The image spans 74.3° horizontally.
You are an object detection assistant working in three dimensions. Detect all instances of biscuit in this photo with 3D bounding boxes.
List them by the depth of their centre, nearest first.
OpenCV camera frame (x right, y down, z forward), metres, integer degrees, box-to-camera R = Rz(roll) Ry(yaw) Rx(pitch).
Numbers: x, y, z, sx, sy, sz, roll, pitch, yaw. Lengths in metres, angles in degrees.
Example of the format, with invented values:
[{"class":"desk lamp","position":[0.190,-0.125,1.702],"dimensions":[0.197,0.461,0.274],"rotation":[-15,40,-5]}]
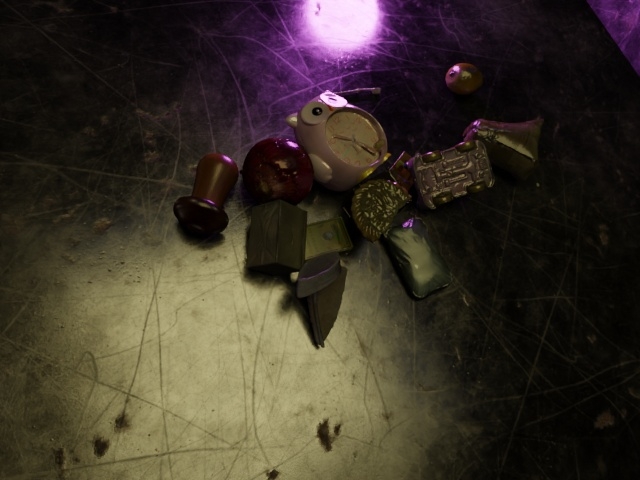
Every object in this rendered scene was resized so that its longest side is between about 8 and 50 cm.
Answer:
[{"class":"biscuit","position":[0.209,-0.135,1.570],"dimensions":[0.187,0.036,0.273],"rotation":[38,66,0]}]

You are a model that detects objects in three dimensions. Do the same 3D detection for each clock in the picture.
[{"class":"clock","position":[0.060,-0.391,1.693],"dimensions":[0.376,0.250,0.368],"rotation":[48,63,-2]}]

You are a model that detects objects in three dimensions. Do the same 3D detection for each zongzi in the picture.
[{"class":"zongzi","position":[0.885,-0.523,2.026],"dimensions":[0.356,0.174,0.392],"rotation":[27,64,-1]}]

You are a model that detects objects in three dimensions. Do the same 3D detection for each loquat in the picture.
[{"class":"loquat","position":[0.718,-0.801,2.101],"dimensions":[0.195,0.152,0.151],"rotation":[5,68,-23]}]

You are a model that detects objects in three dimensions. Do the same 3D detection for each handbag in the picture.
[{"class":"handbag","position":[0.388,0.064,1.706],"dimensions":[0.192,0.075,0.331],"rotation":[-24,82,-11]}]

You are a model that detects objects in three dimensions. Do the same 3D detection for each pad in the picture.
[{"class":"pad","position":[0.979,-0.312,2.065],"dimensions":[0.194,0.004,0.116],"rotation":[0,70,-15]}]

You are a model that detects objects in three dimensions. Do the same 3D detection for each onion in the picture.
[{"class":"onion","position":[-0.152,-0.246,1.566],"dimensions":[0.277,0.276,0.275],"rotation":[6,69,-14]}]

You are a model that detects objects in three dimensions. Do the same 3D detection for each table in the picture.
[{"class":"table","position":[0.215,-0.156,1.693],"dimensions":[0.193,0.169,0.172],"rotation":[-30,80,-23]}]

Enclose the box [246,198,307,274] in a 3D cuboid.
[{"class":"box","position":[-0.149,-0.006,1.500],"dimensions":[0.149,0.156,0.231],"rotation":[22,65,-49]}]

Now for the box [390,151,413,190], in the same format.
[{"class":"box","position":[0.365,-0.292,1.865],"dimensions":[0.121,0.030,0.193],"rotation":[39,65,0]}]

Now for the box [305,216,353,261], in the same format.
[{"class":"box","position":[0.000,0.000,1.630],"dimensions":[0.220,0.064,0.140],"rotation":[-13,73,-22]}]

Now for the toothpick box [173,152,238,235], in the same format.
[{"class":"toothpick box","position":[-0.401,-0.160,1.511],"dimensions":[0.192,0.192,0.294],"rotation":[17,61,-10]}]

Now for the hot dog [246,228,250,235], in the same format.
[{"class":"hot dog","position":[-0.225,-0.046,1.598],"dimensions":[0.122,0.037,0.049],"rotation":[-28,93,-25]}]

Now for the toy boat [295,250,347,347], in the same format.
[{"class":"toy boat","position":[0.013,0.178,1.503],"dimensions":[0.111,0.293,0.276],"rotation":[10,42,30]}]

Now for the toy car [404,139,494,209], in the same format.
[{"class":"toy car","position":[0.543,-0.283,1.832],"dimensions":[0.337,0.226,0.241],"rotation":[-19,95,-6]}]

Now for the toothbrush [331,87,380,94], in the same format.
[{"class":"toothbrush","position":[0.150,-0.687,1.954],"dimensions":[0.295,0.026,0.028],"rotation":[-9,88,-19]}]
